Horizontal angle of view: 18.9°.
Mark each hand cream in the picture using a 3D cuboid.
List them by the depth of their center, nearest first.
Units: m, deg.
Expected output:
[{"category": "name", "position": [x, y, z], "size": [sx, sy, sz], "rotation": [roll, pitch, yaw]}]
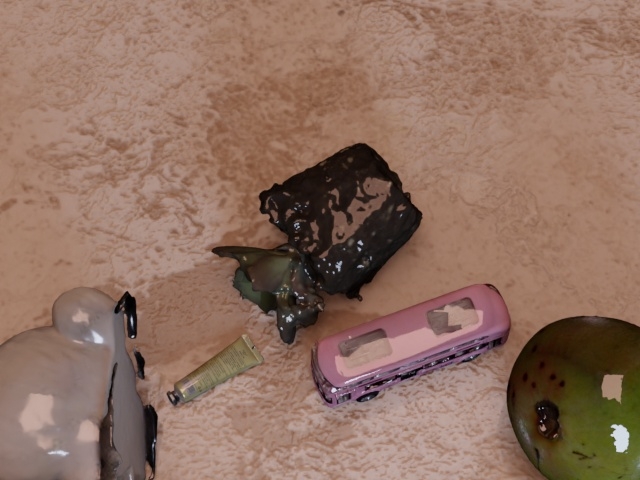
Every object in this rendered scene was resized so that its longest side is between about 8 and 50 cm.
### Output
[{"category": "hand cream", "position": [-0.108, 0.134, 1.932], "size": [0.102, 0.022, 0.035], "rotation": [-32, 73, -15]}]

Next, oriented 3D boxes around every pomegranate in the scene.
[{"category": "pomegranate", "position": [0.288, 0.154, 1.839], "size": [0.210, 0.179, 0.179], "rotation": [-8, 70, -14]}]

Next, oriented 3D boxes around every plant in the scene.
[{"category": "plant", "position": [0.000, 0.000, 1.915], "size": [0.203, 0.131, 0.142], "rotation": [-32, 78, 1]}]

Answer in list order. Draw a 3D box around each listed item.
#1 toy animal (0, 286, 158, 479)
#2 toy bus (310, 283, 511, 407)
[{"category": "toy animal", "position": [-0.343, 0.179, 1.845], "size": [0.357, 0.194, 0.258], "rotation": [-1, 81, 10]}, {"category": "toy bus", "position": [0.089, 0.102, 1.900], "size": [0.203, 0.090, 0.063], "rotation": [-20, 72, -4]}]
